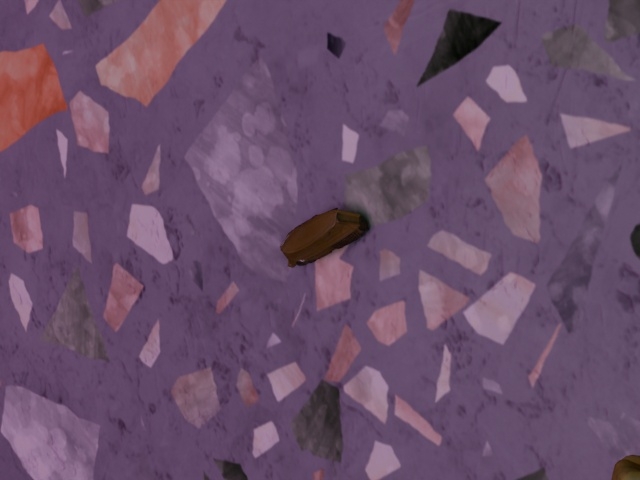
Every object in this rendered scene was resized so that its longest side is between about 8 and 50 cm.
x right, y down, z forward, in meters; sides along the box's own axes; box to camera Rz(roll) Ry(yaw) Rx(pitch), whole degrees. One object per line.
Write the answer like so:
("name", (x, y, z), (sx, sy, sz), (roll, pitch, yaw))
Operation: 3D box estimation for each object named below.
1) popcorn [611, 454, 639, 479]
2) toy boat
("popcorn", (0.443, 0.283, 1.611), (0.390, 0.354, 0.344), (-138, 37, -88))
("toy boat", (0.000, 0.000, 2.203), (0.149, 0.049, 0.047), (-30, 48, 46))
